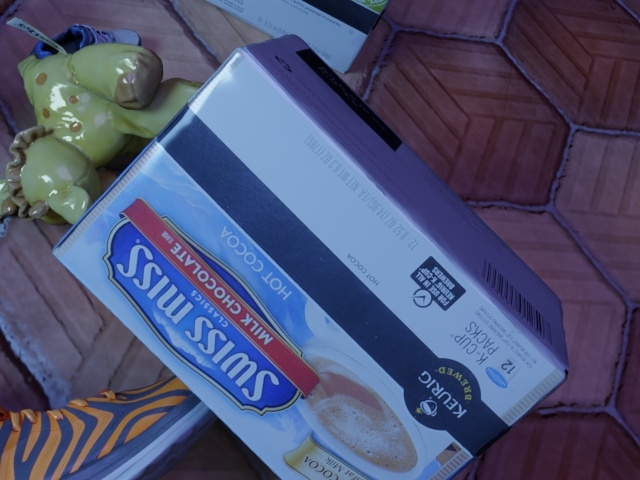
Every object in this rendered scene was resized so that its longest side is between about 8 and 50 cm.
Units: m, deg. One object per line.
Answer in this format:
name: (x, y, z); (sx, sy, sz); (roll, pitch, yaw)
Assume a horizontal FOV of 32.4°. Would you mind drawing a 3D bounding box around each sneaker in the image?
sneaker: (-0.225, 0.148, 0.892); (0.321, 0.124, 0.180); (-33, 76, -35)
sneaker: (-0.242, -0.199, 1.153); (0.135, 0.058, 0.052); (-26, 71, -34)

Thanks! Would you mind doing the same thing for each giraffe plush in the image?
giraffe plush: (-0.222, -0.087, 1.039); (0.210, 0.181, 0.170); (21, 74, -22)

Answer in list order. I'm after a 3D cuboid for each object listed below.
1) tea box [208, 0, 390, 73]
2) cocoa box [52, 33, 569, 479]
tea box: (0.044, -0.438, 1.262); (0.220, 0.323, 0.329); (27, 53, -5)
cocoa box: (0.004, 0.032, 0.922); (0.347, 0.228, 0.231); (45, 16, -2)
